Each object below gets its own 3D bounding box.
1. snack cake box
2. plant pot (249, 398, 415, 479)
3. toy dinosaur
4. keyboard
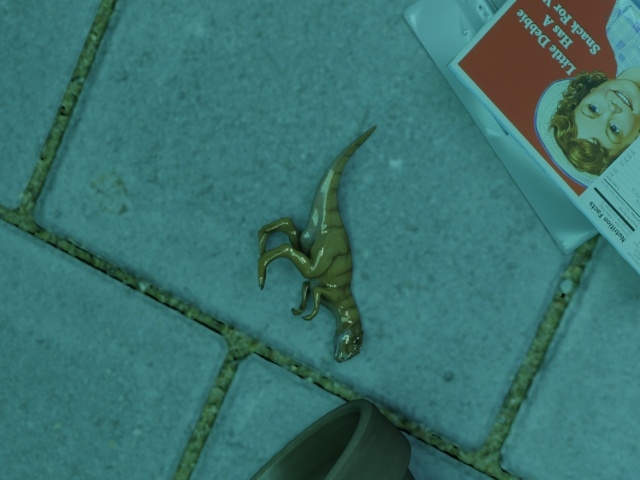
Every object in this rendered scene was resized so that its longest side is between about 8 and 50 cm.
[{"bbox_3d":[0.250,-0.102,1.566,0.264,0.089,0.152,49,116,13],"label":"snack cake box"},{"bbox_3d":[0.025,0.305,1.646,0.263,0.263,0.229,-42,97,18],"label":"plant pot"},{"bbox_3d":[0.000,0.000,1.718,0.112,0.064,0.211,-3,103,2],"label":"toy dinosaur"},{"bbox_3d":[0.167,-0.112,1.666,0.072,0.014,0.256,-36,82,24],"label":"keyboard"}]
